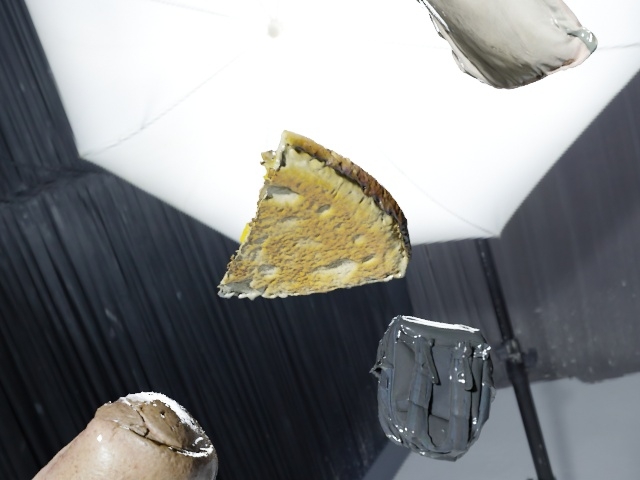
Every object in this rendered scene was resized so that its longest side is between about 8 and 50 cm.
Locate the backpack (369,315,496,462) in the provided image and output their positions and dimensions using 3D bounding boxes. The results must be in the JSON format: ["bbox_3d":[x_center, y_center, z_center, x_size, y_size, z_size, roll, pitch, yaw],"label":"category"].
[{"bbox_3d":[0.178,0.231,1.155,0.206,0.133,0.258,13,46,-1],"label":"backpack"}]

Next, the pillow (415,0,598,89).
[{"bbox_3d":[0.104,-0.238,0.615,0.067,0.270,0.173,-40,4,-7],"label":"pillow"}]

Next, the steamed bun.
[{"bbox_3d":[-0.269,0.372,1.083,0.251,0.199,0.301,-44,-18,1],"label":"steamed bun"}]

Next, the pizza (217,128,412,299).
[{"bbox_3d":[0.025,-0.016,1.481,0.391,0.435,0.080,9,46,-19],"label":"pizza"}]
